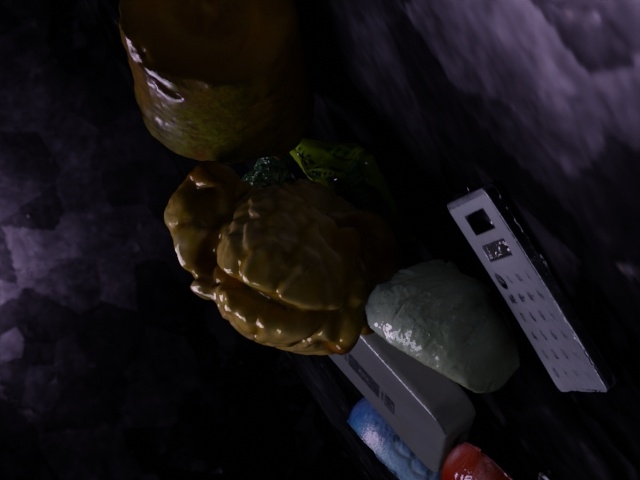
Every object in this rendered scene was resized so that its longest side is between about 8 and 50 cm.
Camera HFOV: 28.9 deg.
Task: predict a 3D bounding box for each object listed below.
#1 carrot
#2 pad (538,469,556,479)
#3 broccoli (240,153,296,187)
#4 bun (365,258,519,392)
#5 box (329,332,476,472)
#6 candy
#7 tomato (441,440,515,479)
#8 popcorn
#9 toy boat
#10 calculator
[{"bbox_3d":[-0.134,-0.232,1.647,0.241,0.241,0.340,54,168,24],"label":"carrot"},{"bbox_3d":[0.389,0.443,1.770,0.233,0.022,0.174,49,165,35],"label":"pad"},{"bbox_3d":[-0.077,-0.061,2.137,0.156,0.195,0.195,7,139,31],"label":"broccoli"},{"bbox_3d":[0.158,0.099,1.550,0.204,0.126,0.212,33,178,-8],"label":"bun"},{"bbox_3d":[0.113,0.211,2.118,0.373,0.090,0.367,47,168,17],"label":"box"},{"bbox_3d":[0.037,-0.088,1.722,0.246,0.069,0.149,20,150,51],"label":"candy"},{"bbox_3d":[0.278,0.427,1.999,0.225,0.085,0.225,45,165,15],"label":"tomato"},{"bbox_3d":[-0.050,0.030,1.615,0.332,0.225,0.265,33,-159,-9],"label":"popcorn"},{"bbox_3d":[0.196,0.428,2.461,0.330,0.123,0.215,48,178,-4],"label":"toy boat"},{"bbox_3d":[0.229,0.053,1.376,0.261,0.021,0.161,58,169,1],"label":"calculator"}]
